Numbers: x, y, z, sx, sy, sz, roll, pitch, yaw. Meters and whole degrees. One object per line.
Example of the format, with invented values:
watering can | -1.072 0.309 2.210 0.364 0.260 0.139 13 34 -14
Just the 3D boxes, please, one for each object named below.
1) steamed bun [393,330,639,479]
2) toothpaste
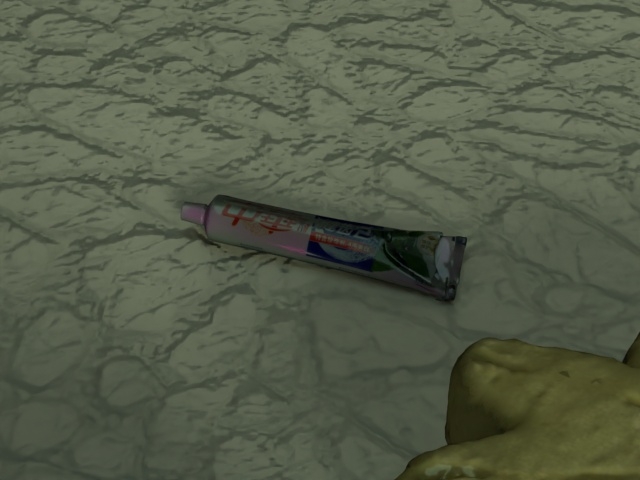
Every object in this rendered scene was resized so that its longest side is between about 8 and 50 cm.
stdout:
steamed bun | 0.164 0.134 0.512 0.292 0.137 0.295 17 32 32
toothpaste | 0.000 0.000 0.771 0.169 0.028 0.045 12 55 6
